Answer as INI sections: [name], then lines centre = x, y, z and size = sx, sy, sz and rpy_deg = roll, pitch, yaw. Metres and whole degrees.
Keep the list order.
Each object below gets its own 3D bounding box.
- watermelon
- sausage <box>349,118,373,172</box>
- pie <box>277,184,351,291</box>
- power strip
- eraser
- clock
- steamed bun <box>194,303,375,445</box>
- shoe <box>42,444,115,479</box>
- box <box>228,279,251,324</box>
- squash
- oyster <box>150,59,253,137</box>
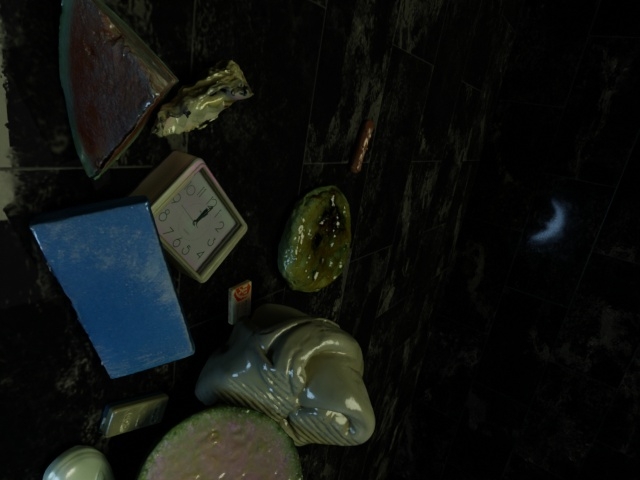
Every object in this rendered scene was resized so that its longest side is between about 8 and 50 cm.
[watermelon]
centre = -0.261, -0.178, 0.481
size = 0.136, 0.202, 0.207
rpy_deg = 20, 89, -21
[sausage]
centre = 0.116, -0.267, 1.123
size = 0.036, 0.042, 0.157
rpy_deg = 17, 92, -21
[pie]
centre = 0.000, 0.000, 1.067
size = 0.323, 0.071, 0.323
rpy_deg = -34, 134, -46
[power strip]
centre = -0.347, 0.323, 0.747
size = 0.123, 0.032, 0.056
rpy_deg = 15, 94, -58
[eraser]
centre = -0.294, 0.082, 0.608
size = 0.144, 0.042, 0.311
rpy_deg = -15, 128, -17
[clock]
centre = -0.224, -0.038, 0.687
size = 0.147, 0.071, 0.192
rpy_deg = -55, 146, -23
[steamed bun]
centre = -0.070, 0.283, 0.900
size = 0.342, 0.368, 0.255
rpy_deg = 51, 34, -25
[shoe]
centre = -0.385, 0.468, 0.701
size = 0.095, 0.110, 0.264
rpy_deg = -37, 140, -40
[box]
centre = -0.184, 0.141, 0.911
size = 0.058, 0.015, 0.093
rpy_deg = -23, 128, -48
[squash]
centre = -0.221, 0.508, 0.823
size = 0.310, 0.310, 0.309
rpy_deg = -47, 178, -32
[oyster]
centre = -0.182, -0.225, 0.622
size = 0.209, 0.133, 0.072
rpy_deg = -39, 102, -25
